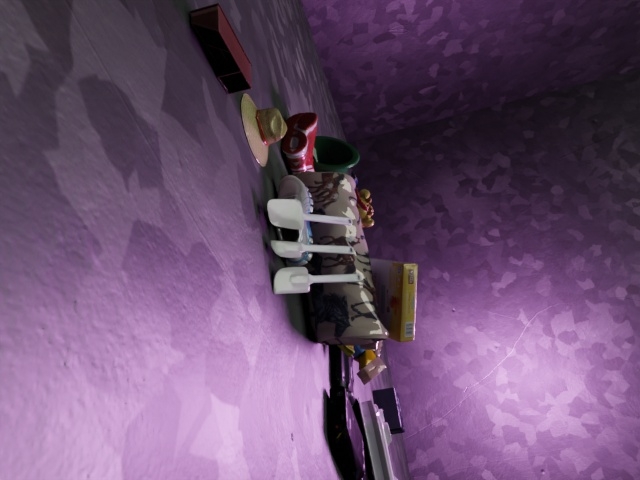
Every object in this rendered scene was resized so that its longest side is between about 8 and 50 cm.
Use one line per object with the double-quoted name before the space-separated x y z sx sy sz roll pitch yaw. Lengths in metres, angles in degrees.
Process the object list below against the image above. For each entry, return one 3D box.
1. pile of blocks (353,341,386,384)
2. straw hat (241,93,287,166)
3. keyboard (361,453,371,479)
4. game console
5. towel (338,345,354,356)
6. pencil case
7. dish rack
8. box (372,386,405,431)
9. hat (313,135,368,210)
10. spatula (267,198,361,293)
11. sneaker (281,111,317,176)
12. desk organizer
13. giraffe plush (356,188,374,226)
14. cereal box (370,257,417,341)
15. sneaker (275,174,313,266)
"pile of blocks" 0.130 0.312 1.499 0.113 0.148 0.362 -54 -164 39
"straw hat" -0.097 -0.217 0.862 0.144 0.061 0.145 -12 90 -82
"keyboard" 0.110 0.665 1.061 0.317 0.033 0.202 -88 162 -53
"game console" 0.061 0.378 1.106 0.361 0.043 0.213 -89 165 -54
"towel" 0.054 0.210 1.206 0.102 0.021 0.237 46 15 -9
"pencil case" 0.042 0.046 1.037 0.183 0.159 0.411 12 62 -51
"dish rack" 0.172 0.619 1.265 0.285 0.072 0.333 65 12 -82
"box" 0.278 0.693 1.844 0.158 0.093 0.156 61 19 -57
"hat" 0.021 -0.174 1.317 0.173 0.208 0.184 -32 144 -36
"spatula" -0.004 0.011 0.860 0.242 0.019 0.168 2 76 -47
"sneaker" -0.049 -0.233 1.175 0.221 0.087 0.128 -73 160 -47
"desk organizer" -0.148 -0.287 0.695 0.130 0.047 0.050 56 26 -67
"giraffe plush" 0.085 -0.086 1.446 0.210 0.170 0.182 -10 88 -81
"cereal box" 0.132 0.130 1.087 0.240 0.047 0.173 3 -88 59
"sneaker" -0.056 -0.050 0.884 0.083 0.071 0.191 45 34 -63
